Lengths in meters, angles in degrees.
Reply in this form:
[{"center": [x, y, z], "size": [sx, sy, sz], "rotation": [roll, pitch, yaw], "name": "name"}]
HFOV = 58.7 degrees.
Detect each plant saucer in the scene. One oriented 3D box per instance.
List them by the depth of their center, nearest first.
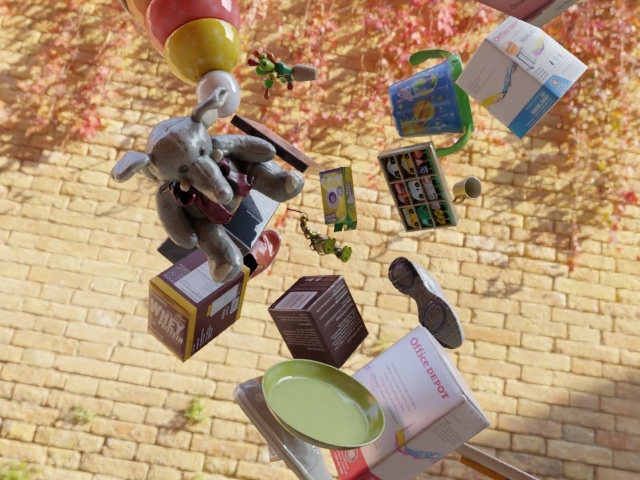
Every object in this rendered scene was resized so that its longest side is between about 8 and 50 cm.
[{"center": [0.001, 0.307, 1.053], "size": [0.240, 0.037, 0.241], "rotation": [18, 19, -6], "name": "plant saucer"}]

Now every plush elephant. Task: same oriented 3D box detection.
[{"center": [-0.216, -0.125, 1.037], "size": [0.330, 0.272, 0.255], "rotation": [44, -3, 5], "name": "plush elephant"}]

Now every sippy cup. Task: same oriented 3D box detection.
[{"center": [0.325, -0.408, 1.693], "size": [0.223, 0.306, 0.240], "rotation": [-12, -55, 15], "name": "sippy cup"}]

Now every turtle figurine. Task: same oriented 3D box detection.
[{"center": [0.000, 0.000, 1.869], "size": [0.269, 0.087, 0.217], "rotation": [43, -5, -27], "name": "turtle figurine"}]

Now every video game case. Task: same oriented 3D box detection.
[{"center": [-0.118, -0.275, 1.673], "size": [0.248, 0.035, 0.275], "rotation": [36, 10, 5], "name": "video game case"}]

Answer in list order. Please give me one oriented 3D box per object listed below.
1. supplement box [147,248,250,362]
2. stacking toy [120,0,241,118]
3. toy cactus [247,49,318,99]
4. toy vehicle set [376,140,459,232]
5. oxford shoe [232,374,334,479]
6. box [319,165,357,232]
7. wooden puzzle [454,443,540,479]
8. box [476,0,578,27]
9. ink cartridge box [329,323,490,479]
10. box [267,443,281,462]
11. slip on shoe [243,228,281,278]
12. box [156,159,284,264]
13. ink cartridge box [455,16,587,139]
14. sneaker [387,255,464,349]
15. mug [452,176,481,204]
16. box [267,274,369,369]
[{"center": [-0.290, 0.143, 1.343], "size": [0.129, 0.194, 0.191], "rotation": [35, -45, 18], "name": "supplement box"}, {"center": [-0.333, -0.539, 1.537], "size": [0.350, 0.481, 0.351], "rotation": [-16, -17, -5], "name": "stacking toy"}, {"center": [-0.100, -0.458, 1.577], "size": [0.180, 0.112, 0.219], "rotation": [6, -4, 13], "name": "toy cactus"}, {"center": [0.288, -0.151, 1.669], "size": [0.165, 0.035, 0.267], "rotation": [-9, -62, 33], "name": "toy vehicle set"}, {"center": [-0.064, 0.554, 1.591], "size": [0.449, 0.130, 0.169], "rotation": [52, -11, -2], "name": "oxford shoe"}, {"center": [0.050, -0.113, 1.614], "size": [0.043, 0.179, 0.105], "rotation": [-9, 1, -40], "name": "box"}, {"center": [0.399, 0.514, 1.266], "size": [0.220, 0.044, 0.239], "rotation": [20, -15, 31], "name": "wooden puzzle"}, {"center": [0.399, -0.546, 1.126], "size": [0.232, 0.127, 0.148], "rotation": [12, -15, -21], "name": "box"}, {"center": [0.161, 0.363, 1.193], "size": [0.306, 0.226, 0.131], "rotation": [-37, -54, 8], "name": "ink cartridge box"}, {"center": [-0.151, 0.668, 1.908], "size": [0.028, 0.136, 0.081], "rotation": [4, -27, -33], "name": "box"}, {"center": [-0.246, 0.068, 2.054], "size": [0.123, 0.331, 0.101], "rotation": [47, -38, -2], "name": "slip on shoe"}, {"center": [-0.307, -0.087, 1.882], "size": [0.212, 0.396, 0.293], "rotation": [41, -49, -15], "name": "box"}, {"center": [0.505, -0.421, 1.446], "size": [0.232, 0.171, 0.168], "rotation": [43, -28, 8], "name": "ink cartridge box"}, {"center": [0.315, 0.165, 1.590], "size": [0.111, 0.297, 0.129], "rotation": [-43, -25, 29], "name": "sneaker"}, {"center": [0.383, -0.135, 1.529], "size": [0.078, 0.062, 0.064], "rotation": [-19, 6, -28], "name": "mug"}, {"center": [-0.004, 0.223, 1.571], "size": [0.168, 0.167, 0.203], "rotation": [-5, -62, 44], "name": "box"}]
